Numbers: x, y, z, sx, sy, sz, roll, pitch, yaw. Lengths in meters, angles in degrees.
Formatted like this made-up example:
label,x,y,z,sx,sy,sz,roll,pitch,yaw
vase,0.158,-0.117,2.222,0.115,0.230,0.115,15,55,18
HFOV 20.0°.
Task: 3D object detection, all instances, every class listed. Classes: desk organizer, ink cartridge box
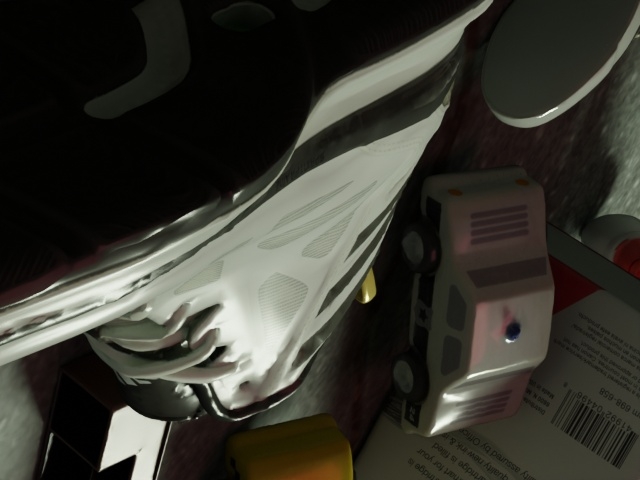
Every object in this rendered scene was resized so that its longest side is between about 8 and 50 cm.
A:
label,x,y,z,sx,sy,sz,roll,pitch,yaw
desk organizer,-0.122,0.122,1.000,0.050,0.047,0.130,-22,138,-45
ink cartridge box,0.155,0.148,1.322,0.114,0.197,0.273,3,118,-60

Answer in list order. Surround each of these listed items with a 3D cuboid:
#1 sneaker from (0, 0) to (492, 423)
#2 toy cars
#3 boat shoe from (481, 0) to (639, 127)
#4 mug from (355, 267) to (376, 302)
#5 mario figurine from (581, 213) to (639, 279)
label,x,y,z,sx,sy,sz,roll,pitch,yaw
sneaker,-0.084,0.022,0.808,0.447,0.169,0.257,-32,143,-44
toy cars,0.049,0.133,1.187,0.176,0.087,0.393,39,87,-38
boat shoe,0.184,-0.153,1.163,0.219,0.078,0.070,-52,153,-10
mug,-0.001,-0.003,1.034,0.064,0.078,0.062,78,24,-45
mario figurine,0.297,0.080,1.409,0.170,0.321,0.198,43,49,-35
